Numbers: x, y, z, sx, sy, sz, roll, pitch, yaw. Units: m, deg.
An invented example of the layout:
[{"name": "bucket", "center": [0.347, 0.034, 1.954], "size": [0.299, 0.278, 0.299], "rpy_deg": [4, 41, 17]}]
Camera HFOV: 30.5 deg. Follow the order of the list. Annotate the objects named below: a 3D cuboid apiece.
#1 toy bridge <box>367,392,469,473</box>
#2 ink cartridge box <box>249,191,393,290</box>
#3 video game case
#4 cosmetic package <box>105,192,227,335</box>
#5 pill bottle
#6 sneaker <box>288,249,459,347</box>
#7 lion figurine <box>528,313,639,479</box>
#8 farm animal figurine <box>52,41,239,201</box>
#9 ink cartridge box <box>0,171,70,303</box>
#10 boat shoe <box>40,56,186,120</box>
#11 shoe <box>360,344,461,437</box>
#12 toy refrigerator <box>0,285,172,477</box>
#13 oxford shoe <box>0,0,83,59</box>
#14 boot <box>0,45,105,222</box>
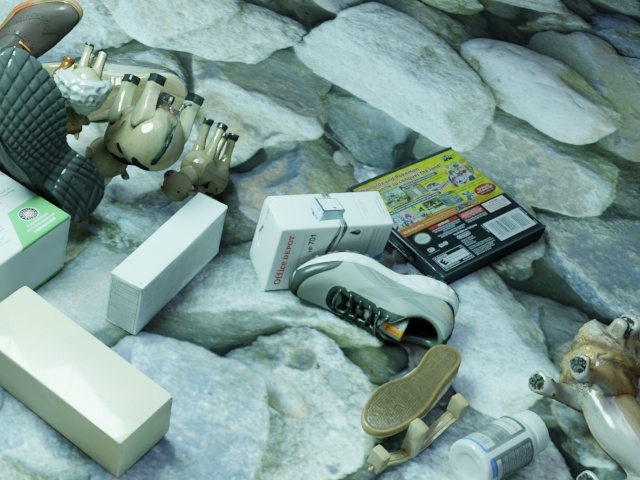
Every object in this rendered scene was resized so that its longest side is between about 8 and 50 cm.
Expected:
[{"name": "toy bridge", "center": [0.132, 0.278, 1.639], "size": [0.188, 0.063, 0.026], "rpy_deg": [-26, 56, -37]}, {"name": "ink cartridge box", "center": [0.000, 0.000, 1.848], "size": [0.190, 0.140, 0.082], "rpy_deg": [-5, 47, -24]}, {"name": "video game case", "center": [0.219, -0.047, 2.063], "size": [0.274, 0.035, 0.248], "rpy_deg": [-23, 55, -37]}, {"name": "cosmetic package", "center": [-0.230, 0.030, 1.764], "size": [0.060, 0.099, 0.239], "rpy_deg": [28, 41, 12]}, {"name": "pill bottle", "center": [0.254, 0.293, 1.655], "size": [0.137, 0.078, 0.078], "rpy_deg": [-20, 52, -36]}, {"name": "sneaker", "center": [0.083, 0.095, 1.806], "size": [0.271, 0.100, 0.108], "rpy_deg": [14, 46, -4]}, {"name": "lion figurine", "center": [0.447, 0.281, 1.709], "size": [0.240, 0.142, 0.392], "rpy_deg": [19, 46, -46]}, {"name": "farm animal figurine", "center": [-0.276, -0.152, 1.827], "size": [0.330, 0.327, 0.172], "rpy_deg": [23, 83, -16]}, {"name": "ink cartridge box", "center": [-0.536, -0.019, 1.694], "size": [0.278, 0.117, 0.201], "rpy_deg": [31, 42, 14]}, {"name": "boat shoe", "center": [-0.380, -0.271, 2.059], "size": [0.285, 0.103, 0.092], "rpy_deg": [-1, 27, -10]}, {"name": "shoe", "center": [0.134, 0.230, 1.701], "size": [0.076, 0.058, 0.219], "rpy_deg": [31, 43, 27]}, {"name": "toy refrigerator", "center": [-0.332, 0.187, 1.558], "size": [0.269, 0.094, 0.102], "rpy_deg": [33, 49, 18]}, {"name": "oxford shoe", "center": [-0.513, -0.320, 1.985], "size": [0.097, 0.271, 0.098], "rpy_deg": [43, 29, -42]}, {"name": "boot", "center": [-0.469, -0.164, 1.714], "size": [0.222, 0.338, 0.118], "rpy_deg": [23, 59, 27]}]
